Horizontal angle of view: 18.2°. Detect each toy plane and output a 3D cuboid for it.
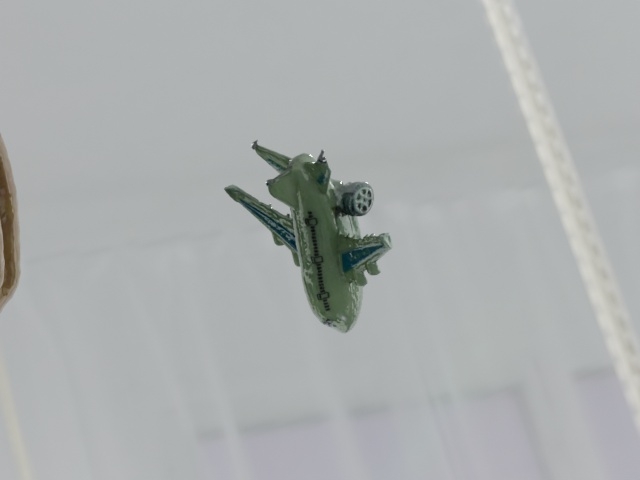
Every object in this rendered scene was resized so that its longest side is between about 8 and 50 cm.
[{"bbox_3d":[0.002,-0.002,0.729,0.033,0.080,0.083,-44,-49,-31],"label":"toy plane"}]

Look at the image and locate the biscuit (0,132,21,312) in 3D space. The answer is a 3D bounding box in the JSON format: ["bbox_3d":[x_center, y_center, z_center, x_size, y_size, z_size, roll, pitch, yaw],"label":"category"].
[{"bbox_3d":[-0.155,0.008,0.680,0.029,0.142,0.220,14,4,17],"label":"biscuit"}]
